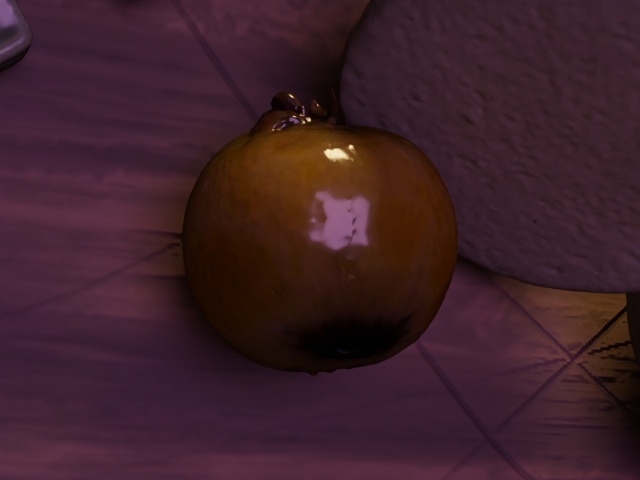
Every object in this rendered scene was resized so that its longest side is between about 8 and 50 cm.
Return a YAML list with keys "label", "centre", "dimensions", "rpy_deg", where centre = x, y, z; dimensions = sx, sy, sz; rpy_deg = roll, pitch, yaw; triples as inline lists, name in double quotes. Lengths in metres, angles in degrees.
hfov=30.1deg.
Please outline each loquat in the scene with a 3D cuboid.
- label: "loquat"
  centre: [0.000, 0.000, 0.646]
  dimensions: [0.163, 0.137, 0.163]
  rpy_deg: [-1, 103, -3]

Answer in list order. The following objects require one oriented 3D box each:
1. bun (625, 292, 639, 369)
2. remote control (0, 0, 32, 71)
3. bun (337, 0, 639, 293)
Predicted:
- label: "bun"
  centre: [0.350, 0.049, 0.773]
  dimensions: [0.293, 0.187, 0.293]
  rpy_deg: [-3, 77, 11]
- label: "remote control"
  centre: [-0.264, -0.198, 0.602]
  dimensions: [0.123, 0.038, 0.285]
  rpy_deg: [-29, 96, -25]
- label: "bun"
  centre: [0.156, -0.108, 0.683]
  dimensions: [0.263, 0.263, 0.175]
  rpy_deg: [39, 53, -16]
